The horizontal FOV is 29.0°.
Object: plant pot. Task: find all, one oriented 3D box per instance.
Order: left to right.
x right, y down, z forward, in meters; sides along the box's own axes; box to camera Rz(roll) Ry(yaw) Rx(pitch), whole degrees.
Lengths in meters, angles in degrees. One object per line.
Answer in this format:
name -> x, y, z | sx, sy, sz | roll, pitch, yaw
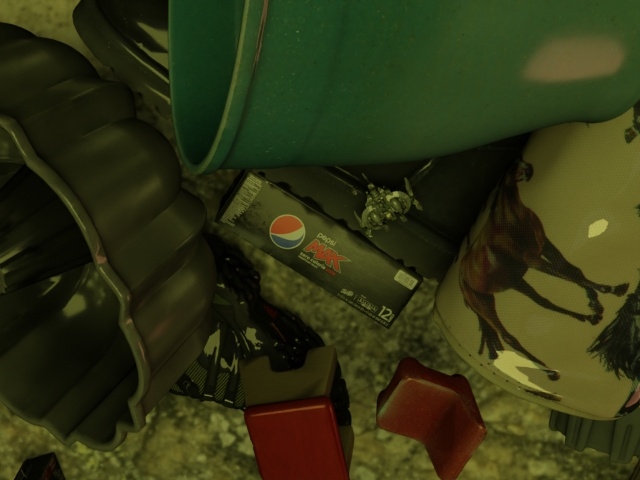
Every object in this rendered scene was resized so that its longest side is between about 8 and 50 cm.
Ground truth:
plant pot -> 0.059, -0.166, 0.705 | 0.255, 0.271, 0.272 | 3, 106, -15

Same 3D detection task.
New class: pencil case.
pencil case -> 0.247, -0.073, 0.816 | 0.183, 0.160, 0.410 | 20, 116, -22

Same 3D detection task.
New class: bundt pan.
bundt pan -> -0.202, -0.015, 0.904 | 0.331, 0.124, 0.331 | 29, 140, 28

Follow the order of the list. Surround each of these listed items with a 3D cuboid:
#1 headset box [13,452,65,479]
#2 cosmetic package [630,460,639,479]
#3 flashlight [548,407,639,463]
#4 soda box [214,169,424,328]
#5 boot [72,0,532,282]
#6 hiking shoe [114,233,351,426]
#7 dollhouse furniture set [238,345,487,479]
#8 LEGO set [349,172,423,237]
headset box -> -0.239, 0.229, 1.070 | 0.032, 0.062, 0.083 | -18, 105, 5
cosmetic package -> 0.341, 0.250, 1.038 | 0.160, 0.113, 0.309 | 21, 104, -5
flashlight -> 0.248, 0.024, 0.989 | 0.103, 0.103, 0.304 | 0, 112, -26
soda box -> 0.000, 0.000, 1.002 | 0.169, 0.060, 0.053 | 33, 105, -8
boot -> 0.092, -0.232, 0.870 | 0.367, 0.146, 0.445 | 30, 113, -20
hiking shoe -> -0.067, 0.104, 1.032 | 0.114, 0.086, 0.227 | -33, 99, 26
dollhouse furniture set -> 0.070, 0.264, 0.974 | 0.201, 0.152, 0.374 | -10, 123, 4
LEGO set -> 0.048, -0.034, 0.882 | 0.054, 0.023, 0.083 | -3, 120, -3
